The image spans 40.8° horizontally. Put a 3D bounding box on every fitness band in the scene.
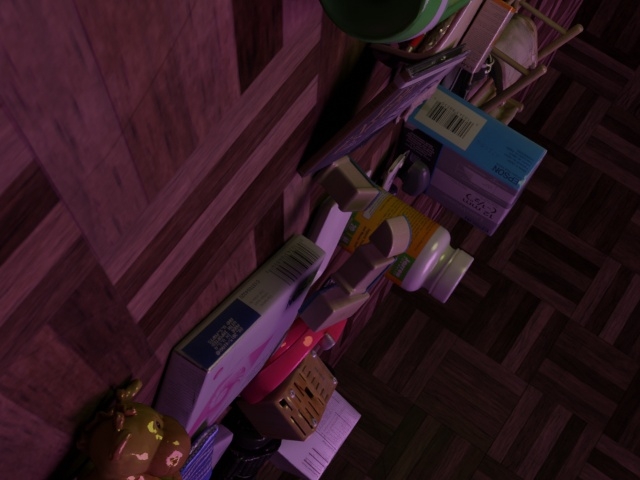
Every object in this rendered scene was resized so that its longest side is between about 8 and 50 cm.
[{"bbox_3d":[-0.050,0.193,1.545,0.209,0.054,0.291,-38,-176,19],"label":"fitness band"}]

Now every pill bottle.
[{"bbox_3d":[0.154,0.008,1.598,0.136,0.246,0.136,-54,169,-15],"label":"pill bottle"}]

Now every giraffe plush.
[{"bbox_3d":[-0.219,0.258,0.990,0.210,0.181,0.170,7,111,-40],"label":"giraffe plush"}]

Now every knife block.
[{"bbox_3d":[-0.097,0.310,1.572,0.242,0.088,0.275,-35,-173,21],"label":"knife block"}]

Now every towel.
[{"bbox_3d":[-0.237,0.418,1.328,0.243,0.040,0.336,-51,172,-25],"label":"towel"},{"bbox_3d":[0.197,-0.317,1.349,0.282,0.049,0.187,-52,170,-23],"label":"towel"}]

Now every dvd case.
[{"bbox_3d":[0.082,-0.167,1.110,0.221,0.018,0.164,-40,175,41],"label":"dvd case"}]

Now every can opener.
[{"bbox_3d":[0.140,-0.071,1.717,0.076,0.095,0.283,-49,167,-33],"label":"can opener"}]

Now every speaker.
[{"bbox_3d":[0.108,-0.281,0.825,0.296,0.131,0.131,-44,164,-50],"label":"speaker"}]

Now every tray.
[{"bbox_3d":[0.000,0.000,1.472,0.145,0.030,0.270,-46,166,-47],"label":"tray"}]

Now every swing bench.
[{"bbox_3d":[0.368,-0.344,1.759,0.253,0.165,0.254,-47,172,-45],"label":"swing bench"}]

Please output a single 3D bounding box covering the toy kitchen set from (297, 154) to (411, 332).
[{"bbox_3d":[0.029,0.001,1.283,0.207,0.166,0.122,-48,164,25],"label":"toy kitchen set"}]

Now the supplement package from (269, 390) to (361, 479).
[{"bbox_3d":[-0.050,0.458,2.130,0.203,0.149,0.194,-53,-157,-22],"label":"supplement package"}]

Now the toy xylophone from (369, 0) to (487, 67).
[{"bbox_3d":[0.186,-0.346,1.107,0.322,0.081,0.236,-57,171,4],"label":"toy xylophone"}]

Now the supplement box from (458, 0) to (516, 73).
[{"bbox_3d":[0.217,-0.273,1.143,0.098,0.036,0.062,-60,171,19],"label":"supplement box"}]

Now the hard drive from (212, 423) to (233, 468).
[{"bbox_3d":[-0.282,0.466,1.564,0.233,0.047,0.353,-57,170,3],"label":"hard drive"}]

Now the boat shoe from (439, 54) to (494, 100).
[{"bbox_3d":[0.281,-0.332,1.582,0.219,0.070,0.078,115,-1,-60],"label":"boat shoe"}]

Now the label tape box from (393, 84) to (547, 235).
[{"bbox_3d":[0.276,-0.131,1.723,0.115,0.249,0.347,-53,169,-20],"label":"label tape box"}]

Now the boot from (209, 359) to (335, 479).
[{"bbox_3d":[-0.119,0.425,1.937,0.348,0.131,0.260,-30,147,-45],"label":"boot"}]

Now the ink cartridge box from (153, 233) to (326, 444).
[{"bbox_3d":[-0.139,0.190,1.314,0.324,0.071,0.330,-46,164,-47],"label":"ink cartridge box"}]

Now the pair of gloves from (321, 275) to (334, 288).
[{"bbox_3d":[0.008,0.113,1.919,0.074,0.010,0.083,-50,166,-24],"label":"pair of gloves"}]
